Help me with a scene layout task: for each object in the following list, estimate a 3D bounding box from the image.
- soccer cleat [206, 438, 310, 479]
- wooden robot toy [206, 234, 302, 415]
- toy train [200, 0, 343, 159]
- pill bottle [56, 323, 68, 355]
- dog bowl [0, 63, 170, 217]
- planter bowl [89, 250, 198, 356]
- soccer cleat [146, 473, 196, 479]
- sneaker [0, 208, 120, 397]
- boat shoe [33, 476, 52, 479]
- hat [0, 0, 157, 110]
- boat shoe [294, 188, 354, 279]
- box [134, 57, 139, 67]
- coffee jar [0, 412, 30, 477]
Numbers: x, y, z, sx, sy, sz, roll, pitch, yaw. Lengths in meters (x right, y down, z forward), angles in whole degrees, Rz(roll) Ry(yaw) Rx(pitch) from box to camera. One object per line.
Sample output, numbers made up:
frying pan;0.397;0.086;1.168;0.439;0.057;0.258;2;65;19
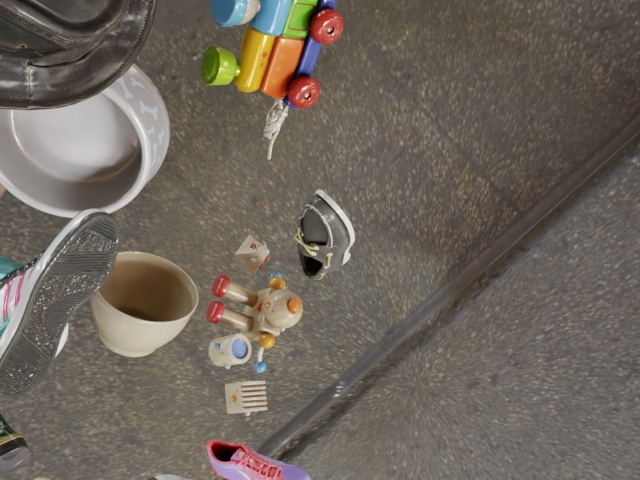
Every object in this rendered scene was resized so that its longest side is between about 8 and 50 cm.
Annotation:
soccer cleat;-0.138;0.489;1.766;0.248;0.095;0.083;7;47;32
wooden robot toy;-0.054;0.070;0.754;0.079;0.076;0.173;-16;58;46
toy train;-0.083;-0.201;1.004;0.105;0.143;0.248;51;131;39
pill bottle;-0.750;0.164;1.929;0.323;0.181;0.181;29;84;35
dog bowl;-0.458;-0.191;1.511;0.349;0.349;0.102;-7;35;5
planter bowl;-0.280;0.109;1.261;0.162;0.162;0.109;31;121;11
soccer cleat;-0.303;0.568;1.500;0.331;0.143;0.116;-63;36;21
sneaker;-0.411;0.053;1.167;0.178;0.124;0.295;37;97;34
boat shoe;-0.594;0.552;1.638;0.063;0.059;0.170;35;91;-27
hat;-0.306;-0.277;0.878;0.331;0.331;0.134;-53;40;-4
boat shoe;0.000;0.000;1.199;0.069;0.228;0.081;-38;71;-12
box;-0.488;-0.310;1.738;0.060;0.100;0.244;28;50;25
coffee jar;-0.627;0.362;1.536;0.184;0.096;0.079;41;127;23
